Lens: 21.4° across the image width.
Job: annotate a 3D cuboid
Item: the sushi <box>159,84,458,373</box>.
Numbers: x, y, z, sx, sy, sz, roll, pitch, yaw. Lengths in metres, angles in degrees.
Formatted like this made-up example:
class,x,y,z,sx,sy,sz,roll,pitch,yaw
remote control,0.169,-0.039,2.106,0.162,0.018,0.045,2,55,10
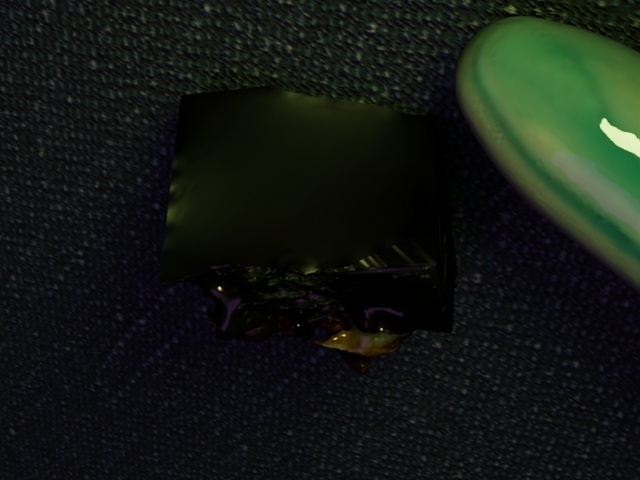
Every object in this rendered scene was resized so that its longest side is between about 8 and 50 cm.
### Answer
class,x,y,z,sx,sy,sz,roll,pitch,yaw
sushi,0.001,0.000,1.476,0.227,0.215,0.212,-5,142,10

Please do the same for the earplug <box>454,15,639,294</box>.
class,x,y,z,sx,sy,sz,roll,pitch,yaw
earplug,0.237,-0.048,1.259,0.324,0.185,0.185,35,145,-2
